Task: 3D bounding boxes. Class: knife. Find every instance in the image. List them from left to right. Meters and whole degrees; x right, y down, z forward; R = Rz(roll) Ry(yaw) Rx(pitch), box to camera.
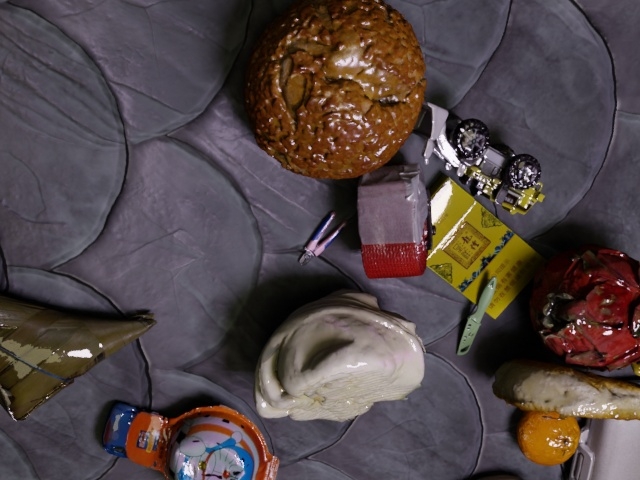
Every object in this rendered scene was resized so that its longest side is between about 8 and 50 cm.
[{"bbox_3d":[0.299,0.148,1.397,0.030,0.014,0.207,8,125,-6],"label":"knife"}]

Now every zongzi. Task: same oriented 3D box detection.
[{"bbox_3d":[-0.465,0.125,1.213,0.289,0.123,0.260,-36,110,-9],"label":"zongzi"}]

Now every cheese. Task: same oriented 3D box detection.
[{"bbox_3d":[-0.240,0.391,1.343,0.329,0.129,0.217,18,100,2],"label":"cheese"}]

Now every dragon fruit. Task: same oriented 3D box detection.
[{"bbox_3d":[0.501,0.118,1.326,0.299,0.244,0.244,9,112,-54],"label":"dragon fruit"}]

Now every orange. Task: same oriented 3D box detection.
[{"bbox_3d":[0.471,0.401,1.500,0.135,0.117,0.136,-1,109,-4],"label":"orange"}]

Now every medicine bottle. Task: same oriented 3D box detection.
[{"bbox_3d":[0.684,0.483,1.569,0.282,0.123,0.375,1,110,-10],"label":"medicine bottle"}]

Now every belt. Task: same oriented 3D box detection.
[{"bbox_3d":[0.135,-0.035,1.245,0.124,0.128,0.201,-2,93,15],"label":"belt"}]

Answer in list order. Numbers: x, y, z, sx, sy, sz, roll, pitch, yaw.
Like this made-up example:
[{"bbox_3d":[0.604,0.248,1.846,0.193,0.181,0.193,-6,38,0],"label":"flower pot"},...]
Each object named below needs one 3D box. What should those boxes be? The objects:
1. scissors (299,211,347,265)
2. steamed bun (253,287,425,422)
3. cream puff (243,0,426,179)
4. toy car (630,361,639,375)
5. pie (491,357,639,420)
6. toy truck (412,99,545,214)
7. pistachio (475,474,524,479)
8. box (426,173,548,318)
[{"bbox_3d":[0.000,0.000,1.314,0.039,0.012,0.113,38,98,-21],"label":"scissors"},{"bbox_3d":[0.027,0.186,1.279,0.280,0.207,0.268,13,141,-39],"label":"steamed bun"},{"bbox_3d":[0.025,-0.238,1.128,0.303,0.212,0.303,-1,103,-6],"label":"cream puff"},{"bbox_3d":[0.738,0.245,1.472,0.248,0.200,0.142,27,126,-15],"label":"toy car"},{"bbox_3d":[0.477,0.279,1.360,0.315,0.315,0.092,9,86,-15],"label":"pie"},{"bbox_3d":[0.261,-0.144,1.252,0.286,0.136,0.111,29,98,-17],"label":"toy truck"},{"bbox_3d":[0.361,0.567,1.525,0.215,0.144,0.144,-13,111,-10],"label":"pistachio"},{"bbox_3d":[0.282,0.015,1.366,0.279,0.041,0.153,36,100,-21],"label":"box"}]
